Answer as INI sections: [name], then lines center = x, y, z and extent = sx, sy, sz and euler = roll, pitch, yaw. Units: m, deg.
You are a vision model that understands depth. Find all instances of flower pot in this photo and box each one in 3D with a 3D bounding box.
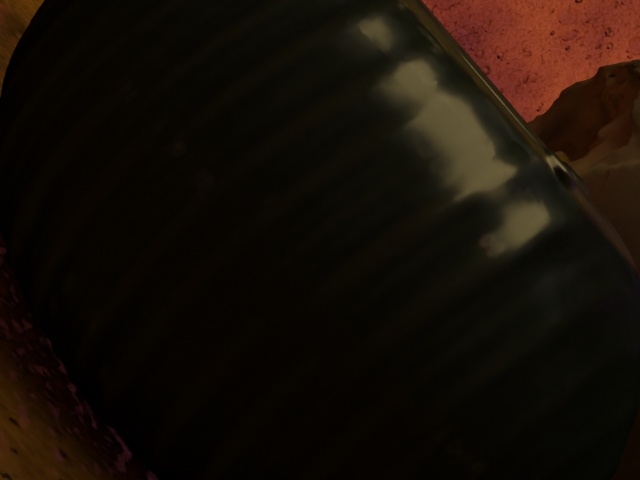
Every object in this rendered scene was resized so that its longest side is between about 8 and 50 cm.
[flower pot]
center = 0.000, 0.000, 0.513
extent = 0.243, 0.157, 0.189
euler = 52, 8, 12

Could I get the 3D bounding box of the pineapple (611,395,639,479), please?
[pineapple]
center = 0.144, 0.116, 0.794
extent = 0.128, 0.128, 0.248
euler = 45, 2, 10

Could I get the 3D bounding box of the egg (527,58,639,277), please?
[egg]
center = 0.256, 0.040, 1.098
extent = 0.336, 0.278, 0.278
euler = 44, 8, -21
